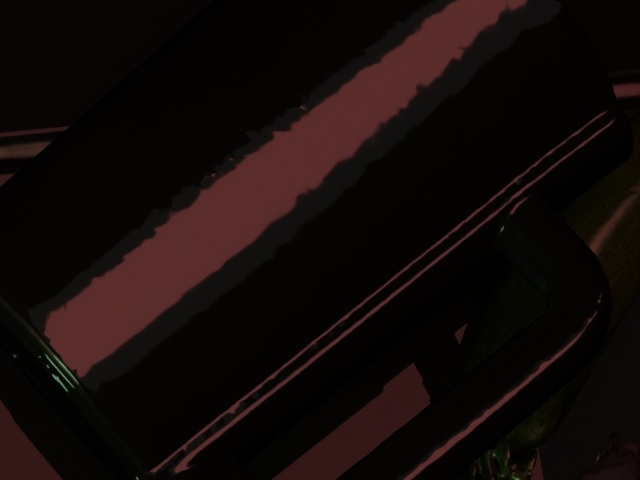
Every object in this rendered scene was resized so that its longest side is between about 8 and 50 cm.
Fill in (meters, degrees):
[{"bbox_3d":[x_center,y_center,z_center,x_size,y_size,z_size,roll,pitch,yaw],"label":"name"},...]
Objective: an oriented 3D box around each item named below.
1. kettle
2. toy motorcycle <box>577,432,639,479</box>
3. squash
[{"bbox_3d":[-0.004,0.000,0.996,0.308,0.203,0.262,-41,90,-12],"label":"kettle"},{"bbox_3d":[0.269,0.194,0.975,0.319,0.182,0.241,16,73,-1],"label":"toy motorcycle"},{"bbox_3d":[0.156,0.003,1.074,0.071,0.080,0.318,24,68,37],"label":"squash"}]
